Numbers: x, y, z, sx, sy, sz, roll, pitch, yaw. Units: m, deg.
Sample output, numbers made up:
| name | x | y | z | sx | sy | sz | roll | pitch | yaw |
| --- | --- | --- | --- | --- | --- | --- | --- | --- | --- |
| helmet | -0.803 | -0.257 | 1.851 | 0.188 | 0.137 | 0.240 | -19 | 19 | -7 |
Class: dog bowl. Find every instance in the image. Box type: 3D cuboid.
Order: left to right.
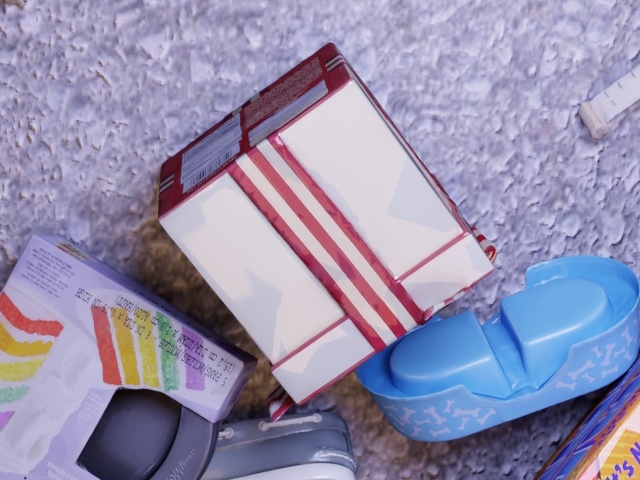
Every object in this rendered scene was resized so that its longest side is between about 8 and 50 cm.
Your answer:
| name | x | y | z | sx | sy | sz | roll | pitch | yaw |
| --- | --- | --- | --- | --- | --- | --- | --- | --- | --- |
| dog bowl | 0.187 | 0.112 | 1.598 | 0.297 | 0.166 | 0.074 | -20 | 117 | 1 |

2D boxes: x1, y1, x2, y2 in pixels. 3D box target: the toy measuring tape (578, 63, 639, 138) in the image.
| name | x | y | z | sx | sy | sz | roll | pitch | yaw |
| --- | --- | --- | --- | --- | --- | --- | --- | --- | --- |
| toy measuring tape | 0.412 | -0.200 | 1.565 | 0.330 | 0.121 | 0.121 | -39 | 106 | 24 |

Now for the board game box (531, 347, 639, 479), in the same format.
| name | x | y | z | sx | sy | sz | roll | pitch | yaw |
| --- | --- | --- | --- | --- | --- | --- | --- | --- | --- |
| board game box | 0.398 | 0.272 | 1.441 | 0.356 | 0.356 | 0.356 | 41 | 71 | 8 |

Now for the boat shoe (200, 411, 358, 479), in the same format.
| name | x | y | z | sx | sy | sz | roll | pitch | yaw |
| --- | --- | --- | --- | --- | --- | --- | --- | --- | --- |
| boat shoe | -0.119 | 0.236 | 1.651 | 0.320 | 0.099 | 0.116 | -5 | 143 | 8 |

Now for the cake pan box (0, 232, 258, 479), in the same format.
| name | x | y | z | sx | sy | sz | roll | pitch | yaw |
| --- | --- | --- | --- | --- | --- | --- | --- | --- | --- |
| cake pan box | -0.225 | 0.161 | 1.563 | 0.267 | 0.070 | 0.245 | 32 | 97 | 10 |

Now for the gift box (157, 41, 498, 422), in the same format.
| name | x | y | z | sx | sy | sz | roll | pitch | yaw |
| --- | --- | --- | --- | --- | --- | --- | --- | --- | --- |
| gift box | 0.000 | 0.000 | 1.493 | 0.255 | 0.276 | 0.258 | -35 | 107 | 11 |

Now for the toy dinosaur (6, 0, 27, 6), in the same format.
| name | x | y | z | sx | sy | sz | roll | pitch | yaw |
| --- | --- | --- | --- | --- | --- | --- | --- | --- | --- |
| toy dinosaur | -0.318 | -0.306 | 1.489 | 0.093 | 0.053 | 0.183 | -33 | 106 | 6 |
